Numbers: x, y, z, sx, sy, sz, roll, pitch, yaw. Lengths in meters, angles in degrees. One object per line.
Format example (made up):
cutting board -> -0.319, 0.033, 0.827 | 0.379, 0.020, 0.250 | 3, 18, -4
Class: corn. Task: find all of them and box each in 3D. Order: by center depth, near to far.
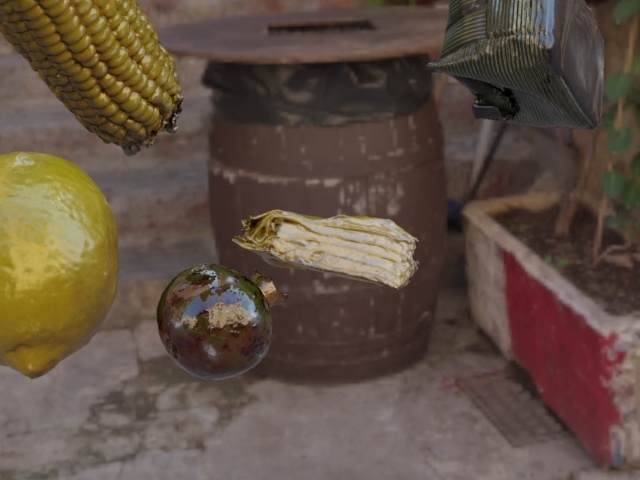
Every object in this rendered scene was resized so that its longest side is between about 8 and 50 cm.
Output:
corn -> -0.206, -0.186, 0.853 | 0.115, 0.318, 0.115 | -11, 56, 17

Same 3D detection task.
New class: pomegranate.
pomegranate -> -0.104, 0.076, 1.069 | 0.130, 0.130, 0.130 | -2, 18, 1

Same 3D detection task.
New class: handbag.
handbag -> 0.341, -0.333, 1.824 | 0.240, 0.247, 0.341 | -2, -19, 32

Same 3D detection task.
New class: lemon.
lemon -> -0.356, 0.026, 1.278 | 0.233, 0.288, 0.233 | -7, -15, -2

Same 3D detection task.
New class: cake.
cake -> 0.002, -0.004, 1.085 | 0.185, 0.079, 0.116 | 14, -9, 32
